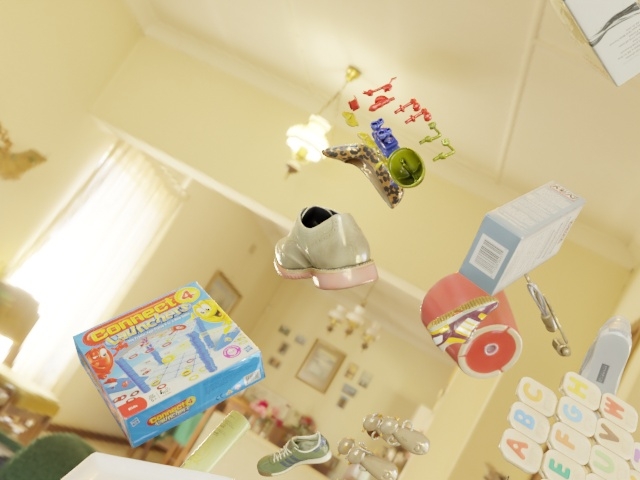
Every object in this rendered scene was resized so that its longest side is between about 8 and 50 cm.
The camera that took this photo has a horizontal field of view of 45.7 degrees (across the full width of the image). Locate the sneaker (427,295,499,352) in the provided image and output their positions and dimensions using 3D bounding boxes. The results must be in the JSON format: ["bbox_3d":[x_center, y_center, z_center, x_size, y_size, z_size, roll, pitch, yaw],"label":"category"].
[{"bbox_3d":[0.358,0.204,1.856,0.084,0.185,0.069,63,9,-7],"label":"sneaker"}]

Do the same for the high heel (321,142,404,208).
[{"bbox_3d":[0.129,-0.194,2.291,0.261,0.186,0.093,3,-4,-8],"label":"high heel"}]

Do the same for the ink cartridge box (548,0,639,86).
[{"bbox_3d":[0.606,-0.520,1.688,0.307,0.129,0.223,49,17,-21],"label":"ink cartridge box"}]

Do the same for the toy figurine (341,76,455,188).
[{"bbox_3d":[0.228,-0.242,2.072,0.362,0.191,0.217,56,-3,35],"label":"toy figurine"}]

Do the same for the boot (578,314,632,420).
[{"bbox_3d":[0.620,0.290,1.672,0.095,0.258,0.123,26,26,19],"label":"boot"}]

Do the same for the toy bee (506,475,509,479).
[{"bbox_3d":[0.247,0.562,1.535,0.195,0.298,0.162,41,8,39],"label":"toy bee"}]

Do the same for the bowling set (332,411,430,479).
[{"bbox_3d":[0.112,0.511,1.899,0.154,0.287,0.200,37,11,-27],"label":"bowling set"}]

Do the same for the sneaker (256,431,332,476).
[{"bbox_3d":[-0.072,0.524,1.894,0.064,0.192,0.086,-104,-179,-55],"label":"sneaker"}]

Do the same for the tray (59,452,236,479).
[{"bbox_3d":[-0.282,0.402,1.200,0.270,0.030,0.145,5,13,17],"label":"tray"}]

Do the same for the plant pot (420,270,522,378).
[{"bbox_3d":[0.462,0.259,2.255,0.275,0.275,0.243,38,16,-26],"label":"plant pot"}]

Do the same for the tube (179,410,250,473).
[{"bbox_3d":[-0.261,0.497,1.751,0.062,0.240,0.070,40,-30,10],"label":"tube"}]

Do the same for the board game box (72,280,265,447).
[{"bbox_3d":[-0.327,0.250,1.623,0.302,0.308,0.086,38,-36,44],"label":"board game box"}]

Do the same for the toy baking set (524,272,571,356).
[{"bbox_3d":[0.507,0.173,1.712,0.197,0.030,0.256,61,9,-2],"label":"toy baking set"}]

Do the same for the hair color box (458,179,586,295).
[{"bbox_3d":[0.525,-0.014,1.958,0.113,0.374,0.185,38,-52,26],"label":"hair color box"}]

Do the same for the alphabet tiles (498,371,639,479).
[{"bbox_3d":[0.422,0.340,1.197,0.278,0.284,0.021,31,-44,4],"label":"alphabet tiles"}]

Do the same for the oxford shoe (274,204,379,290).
[{"bbox_3d":[0.000,0.000,1.476,0.397,0.140,0.147,-174,-109,-67],"label":"oxford shoe"}]
